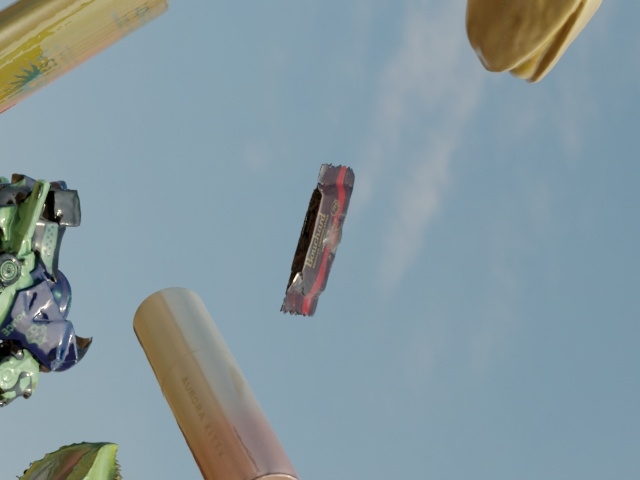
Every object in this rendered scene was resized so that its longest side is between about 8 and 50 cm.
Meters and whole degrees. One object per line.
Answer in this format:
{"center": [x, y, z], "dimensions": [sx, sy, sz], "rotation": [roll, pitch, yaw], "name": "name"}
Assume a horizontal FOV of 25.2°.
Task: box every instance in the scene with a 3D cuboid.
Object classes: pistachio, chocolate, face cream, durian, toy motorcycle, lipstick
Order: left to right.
{"center": [-0.275, -0.175, 1.315], "dimensions": [0.067, 0.285, 0.139], "rotation": [57, -4, 11], "name": "face cream"}
{"center": [-0.414, 0.071, 2.039], "dimensions": [0.125, 0.196, 0.331], "rotation": [5, -87, 44], "name": "toy motorcycle"}
{"center": [-0.307, 0.335, 1.676], "dimensions": [0.220, 0.137, 0.095], "rotation": [-72, 147, -57], "name": "durian"}
{"center": [-0.112, 0.172, 1.498], "dimensions": [0.327, 0.087, 0.087], "rotation": [-125, -145, -50], "name": "lipstick"}
{"center": [0.000, 0.000, 1.644], "dimensions": [0.028, 0.086, 0.182], "rotation": [21, -86, 30], "name": "chocolate"}
{"center": [0.198, -0.236, 1.283], "dimensions": [0.200, 0.117, 0.145], "rotation": [-62, -161, 23], "name": "pistachio"}
